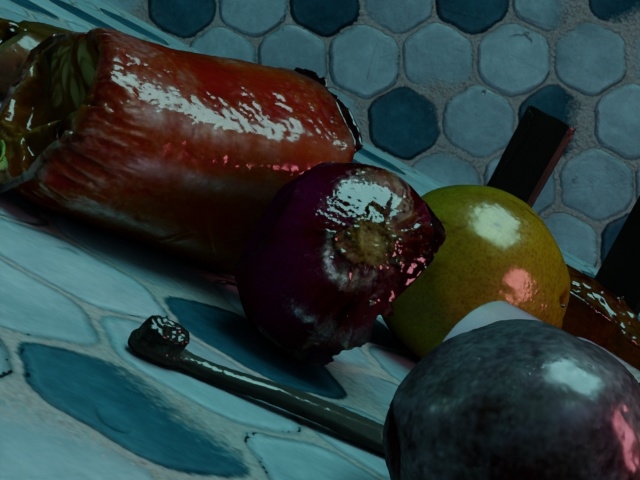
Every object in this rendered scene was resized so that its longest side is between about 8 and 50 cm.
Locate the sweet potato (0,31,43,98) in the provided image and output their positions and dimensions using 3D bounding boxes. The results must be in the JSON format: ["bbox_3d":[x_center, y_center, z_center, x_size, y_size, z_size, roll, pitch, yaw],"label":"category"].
[{"bbox_3d":[-0.295,-0.177,1.927,0.252,0.097,0.097,26,9,-5],"label":"sweet potato"}]

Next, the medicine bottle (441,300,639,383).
[{"bbox_3d":[0.213,0.163,1.314,0.254,0.152,0.152,35,11,33],"label":"medicine bottle"}]

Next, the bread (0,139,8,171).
[{"bbox_3d":[-0.408,-0.120,1.377,0.301,0.045,0.301,25,8,-4],"label":"bread"}]

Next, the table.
[{"bbox_3d":[0.373,-0.011,2.386,0.251,0.282,0.196,26,8,-15],"label":"table"}]

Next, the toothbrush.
[{"bbox_3d":[-0.012,0.126,1.242,0.297,0.030,0.030,26,35,-21],"label":"toothbrush"}]

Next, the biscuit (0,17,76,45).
[{"bbox_3d":[-0.322,-0.240,2.287,0.350,0.070,0.394,25,9,-22],"label":"biscuit"}]

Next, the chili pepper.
[{"bbox_3d":[-0.149,-0.106,1.536,0.305,0.229,0.251,22,29,-36],"label":"chili pepper"}]

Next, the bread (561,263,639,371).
[{"bbox_3d":[0.298,0.101,1.990,0.247,0.135,0.232,29,8,9],"label":"bread"}]

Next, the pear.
[{"bbox_3d":[0.164,0.047,1.697,0.209,0.209,0.209,27,9,-4],"label":"pear"}]

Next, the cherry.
[{"bbox_3d":[0.136,0.142,1.134,0.195,0.195,0.195,27,9,-4],"label":"cherry"}]

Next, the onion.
[{"bbox_3d":[-0.002,0.023,1.454,0.140,0.195,0.218,39,-26,-10],"label":"onion"}]
